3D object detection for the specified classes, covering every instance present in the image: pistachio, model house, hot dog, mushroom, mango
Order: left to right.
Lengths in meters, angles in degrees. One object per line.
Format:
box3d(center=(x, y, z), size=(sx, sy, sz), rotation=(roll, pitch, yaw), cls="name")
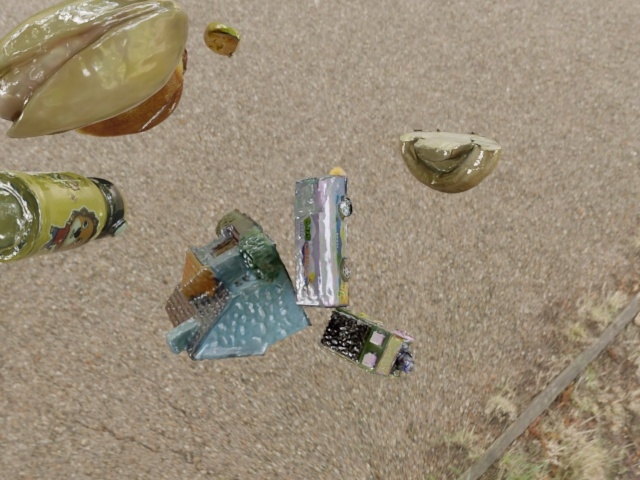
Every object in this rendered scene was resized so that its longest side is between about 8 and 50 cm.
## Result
box3d(center=(-0.311, -0.247, 0.893), size=(0.293, 0.181, 0.162), rotation=(-29, 99, -19), cls="pistachio")
box3d(center=(-0.502, -0.432, 1.785), size=(0.405, 0.223, 0.185), rotation=(-32, 61, 28), cls="hot dog")
box3d(center=(-0.273, 0.136, 1.727), size=(0.339, 0.297, 0.360), rotation=(-31, 29, -13), cls="model house")
box3d(center=(-0.261, -0.547, 1.776), size=(0.066, 0.101, 0.187), rotation=(-57, 26, -7), cls="mango")
box3d(center=(0.325, -0.191, 1.666), size=(0.285, 0.151, 0.156), rotation=(17, 30, 42), cls="mushroom")

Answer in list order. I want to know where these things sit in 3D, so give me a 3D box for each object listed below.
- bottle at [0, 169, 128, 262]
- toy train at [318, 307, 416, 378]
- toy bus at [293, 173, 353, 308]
box3d(center=(-0.531, -0.061, 1.356), size=(0.171, 0.351, 0.171), rotation=(2, 97, 17), cls="bottle")
box3d(center=(0.129, 0.269, 1.754), size=(0.261, 0.177, 0.134), rotation=(21, 85, 43), cls="toy train")
box3d(center=(0.000, 0.000, 1.537), size=(0.112, 0.138, 0.317), rotation=(-4, 87, 31), cls="toy bus")
